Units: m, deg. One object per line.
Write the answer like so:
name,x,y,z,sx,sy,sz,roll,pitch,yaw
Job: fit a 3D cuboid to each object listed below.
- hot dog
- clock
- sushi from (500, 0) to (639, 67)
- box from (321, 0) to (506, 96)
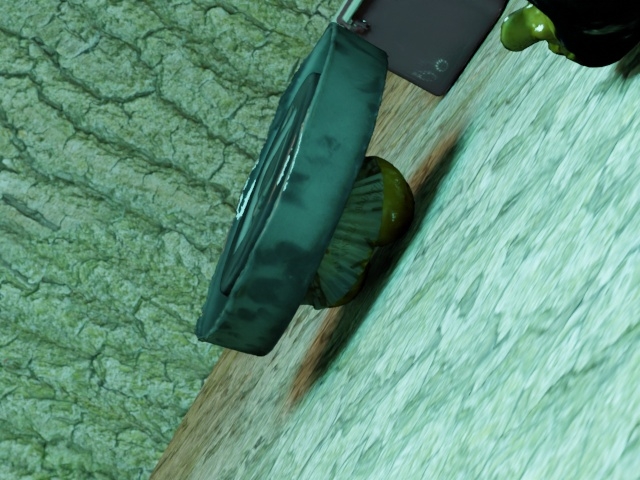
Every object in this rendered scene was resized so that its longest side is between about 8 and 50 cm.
hot dog,0.025,-0.005,1.749,0.270,0.082,0.163,-159,93,-82
clock,-0.027,-0.045,1.660,0.325,0.067,0.325,-157,90,-82
sushi,0.157,-0.217,1.015,0.200,0.213,0.204,-36,10,-20
box,0.139,-0.319,2.151,0.193,0.167,0.294,-54,6,39
